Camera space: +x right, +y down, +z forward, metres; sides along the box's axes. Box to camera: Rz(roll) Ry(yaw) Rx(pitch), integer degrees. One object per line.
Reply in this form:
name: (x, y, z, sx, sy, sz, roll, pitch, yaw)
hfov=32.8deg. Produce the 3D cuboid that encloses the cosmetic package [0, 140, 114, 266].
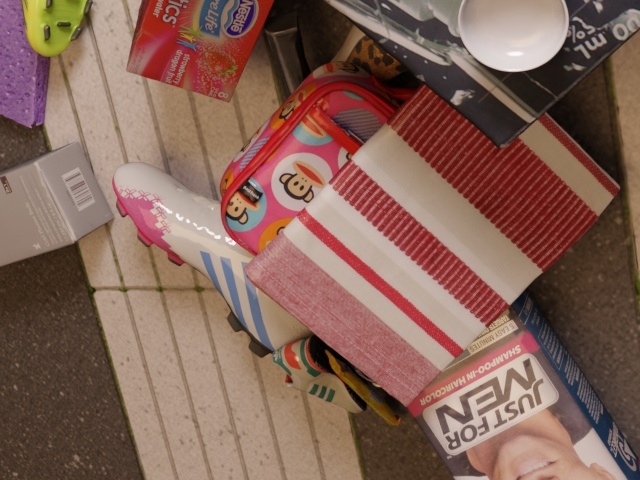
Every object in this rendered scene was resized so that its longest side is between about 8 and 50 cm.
cosmetic package: (-0.424, -0.042, 1.538, 0.238, 0.107, 0.127, -18, 104, 31)

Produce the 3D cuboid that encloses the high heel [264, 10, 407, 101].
high heel: (0.080, -0.182, 1.220, 0.261, 0.093, 0.186, -2, 137, 15)

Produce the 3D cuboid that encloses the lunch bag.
lunch bag: (0.063, -0.047, 1.182, 0.293, 0.120, 0.258, 38, 106, -19)

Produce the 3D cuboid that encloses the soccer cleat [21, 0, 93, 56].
soccer cleat: (-0.356, -0.378, 1.360, 0.121, 0.093, 0.289, 13, 114, 28)

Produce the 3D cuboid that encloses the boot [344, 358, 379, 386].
boot: (0.094, 0.166, 1.336, 0.190, 0.086, 0.069, 46, 126, 5)

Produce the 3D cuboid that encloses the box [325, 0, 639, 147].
box: (0.146, -0.423, 0.854, 0.472, 0.297, 0.480, 37, 127, -12)

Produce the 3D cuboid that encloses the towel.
towel: (0.116, -0.011, 1.118, 0.237, 0.037, 0.329, 41, 100, -18)

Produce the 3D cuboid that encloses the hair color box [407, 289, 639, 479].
hair color box: (0.242, 0.234, 1.244, 0.174, 0.105, 0.347, -33, 93, 20)

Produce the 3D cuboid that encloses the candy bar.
candy bar: (0.053, 0.187, 1.352, 0.161, 0.018, 0.040, 47, 177, -41)

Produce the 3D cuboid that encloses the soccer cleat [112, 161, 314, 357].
soccer cleat: (-0.114, -0.003, 1.379, 0.331, 0.116, 0.143, 45, 116, -1)

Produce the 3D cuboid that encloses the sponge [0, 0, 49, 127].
sponge: (-0.422, -0.270, 1.480, 0.117, 0.031, 0.210, 24, 121, 18)

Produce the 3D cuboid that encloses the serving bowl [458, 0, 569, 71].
serving bowl: (0.148, -0.172, 0.830, 0.083, 0.027, 0.083, 8, 127, 11)

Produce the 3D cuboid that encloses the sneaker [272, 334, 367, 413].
sneaker: (0.000, 0.172, 1.376, 0.075, 0.057, 0.161, -13, 141, 27)

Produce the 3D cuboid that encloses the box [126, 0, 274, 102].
box: (-0.114, -0.293, 1.186, 0.128, 0.122, 0.257, 16, 135, -16)
